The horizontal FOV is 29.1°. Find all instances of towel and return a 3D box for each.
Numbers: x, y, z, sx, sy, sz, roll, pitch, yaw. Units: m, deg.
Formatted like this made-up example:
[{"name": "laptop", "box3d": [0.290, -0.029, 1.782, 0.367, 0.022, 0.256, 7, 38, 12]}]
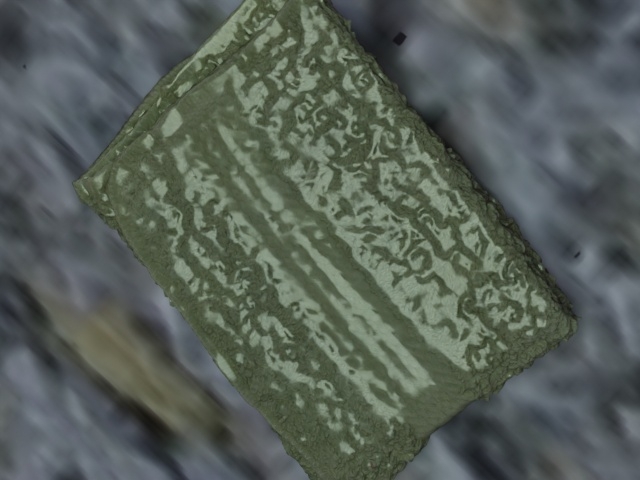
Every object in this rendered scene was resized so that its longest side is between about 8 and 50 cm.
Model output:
[{"name": "towel", "box3d": [0.000, 0.000, 0.393, 0.110, 0.027, 0.148, -42, 86, 19]}]
